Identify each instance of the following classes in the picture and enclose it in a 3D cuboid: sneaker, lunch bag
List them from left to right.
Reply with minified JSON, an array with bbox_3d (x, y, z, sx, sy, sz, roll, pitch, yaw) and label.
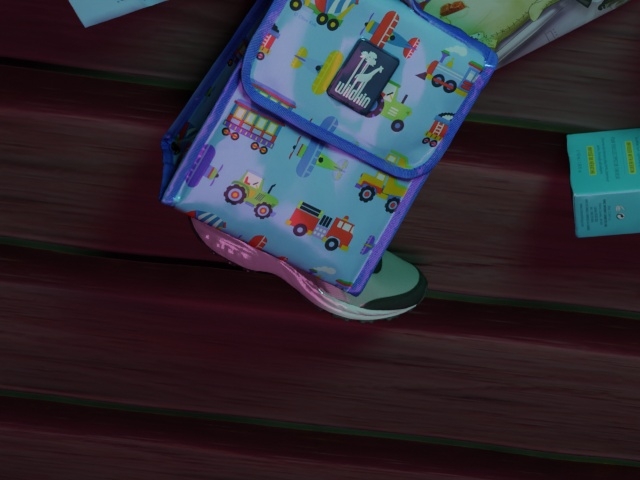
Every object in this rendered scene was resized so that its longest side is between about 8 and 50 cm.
[{"bbox_3d":[0.000,0.000,1.785,0.271,0.100,0.108,25,124,-18],"label":"sneaker"},{"bbox_3d":[0.012,-0.131,1.604,0.221,0.138,0.293,26,115,-18],"label":"lunch bag"}]

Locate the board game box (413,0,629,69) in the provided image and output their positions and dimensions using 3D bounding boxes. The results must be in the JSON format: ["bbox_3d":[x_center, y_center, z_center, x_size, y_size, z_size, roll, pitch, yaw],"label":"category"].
[{"bbox_3d":[0.144,-0.256,1.575,0.346,0.056,0.208,-27,122,25],"label":"board game box"}]

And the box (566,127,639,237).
[{"bbox_3d":[0.373,-0.066,1.697,0.244,0.100,0.060,-5,132,8],"label":"box"}]

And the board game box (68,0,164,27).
[{"bbox_3d":[-0.194,-0.346,1.443,0.144,0.142,0.275,-15,130,16],"label":"board game box"}]
